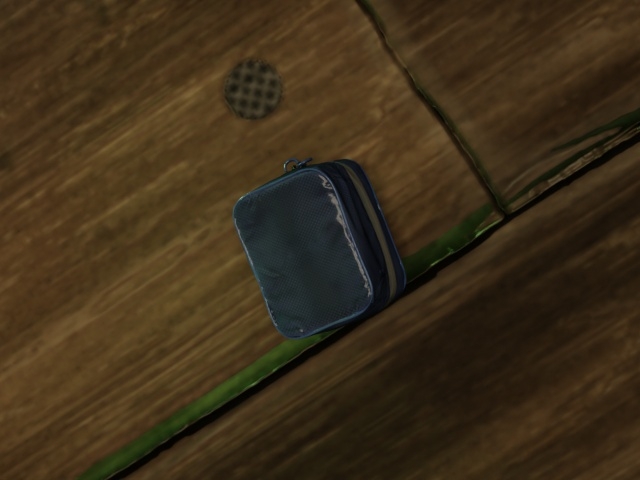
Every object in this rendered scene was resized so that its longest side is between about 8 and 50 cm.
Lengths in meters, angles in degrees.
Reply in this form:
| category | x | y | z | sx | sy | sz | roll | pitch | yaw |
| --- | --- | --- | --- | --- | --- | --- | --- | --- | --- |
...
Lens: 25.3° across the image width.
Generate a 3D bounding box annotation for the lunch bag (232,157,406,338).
| category | x | y | z | sx | sy | sz | roll | pitch | yaw |
| --- | --- | --- | --- | --- | --- | --- | --- | --- | --- |
| lunch bag | 0.000 | 0.000 | 0.793 | 0.067 | 0.065 | 0.098 | -21 | 88 | 23 |
